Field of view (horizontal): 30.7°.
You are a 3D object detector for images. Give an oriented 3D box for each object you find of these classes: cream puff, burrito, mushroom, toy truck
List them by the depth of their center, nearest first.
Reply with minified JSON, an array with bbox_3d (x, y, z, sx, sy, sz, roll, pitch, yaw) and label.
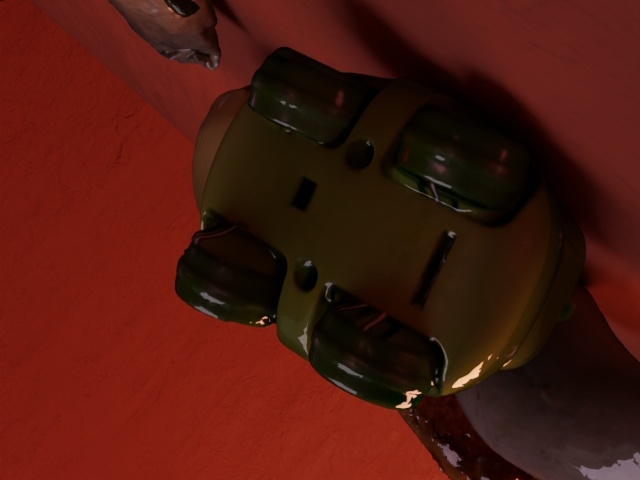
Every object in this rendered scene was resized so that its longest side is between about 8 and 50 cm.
[{"bbox_3d":[0.052,0.001,0.601,0.210,0.148,0.187,18,-171,-40],"label":"toy truck"},{"bbox_3d":[0.153,0.089,0.660,0.103,0.118,0.270,45,177,-27],"label":"mushroom"},{"bbox_3d":[-0.130,-0.193,0.759,0.082,0.059,0.275,33,174,21],"label":"burrito"},{"bbox_3d":[0.167,0.161,1.039,0.240,0.164,0.240,55,177,4],"label":"cream puff"}]

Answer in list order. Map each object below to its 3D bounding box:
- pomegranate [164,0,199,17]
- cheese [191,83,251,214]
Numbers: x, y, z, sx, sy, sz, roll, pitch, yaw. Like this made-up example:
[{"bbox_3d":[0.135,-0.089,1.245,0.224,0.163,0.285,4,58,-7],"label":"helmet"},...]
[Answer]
[{"bbox_3d":[-0.147,-0.166,0.550,0.220,0.156,0.156,37,176,8],"label":"pomegranate"},{"bbox_3d":[0.000,0.000,0.961,0.259,0.128,0.316,50,170,3],"label":"cheese"}]
